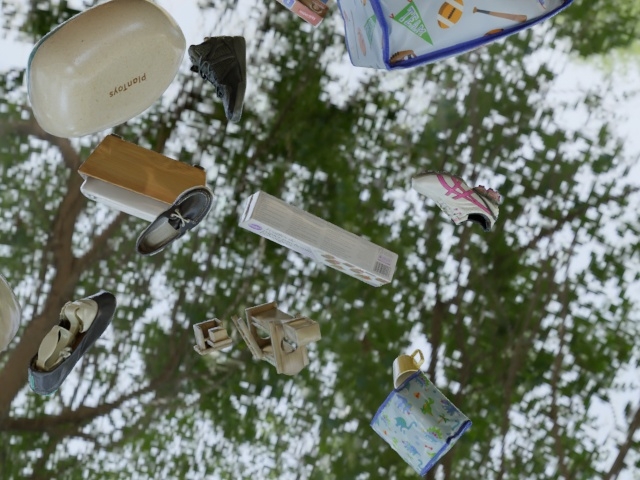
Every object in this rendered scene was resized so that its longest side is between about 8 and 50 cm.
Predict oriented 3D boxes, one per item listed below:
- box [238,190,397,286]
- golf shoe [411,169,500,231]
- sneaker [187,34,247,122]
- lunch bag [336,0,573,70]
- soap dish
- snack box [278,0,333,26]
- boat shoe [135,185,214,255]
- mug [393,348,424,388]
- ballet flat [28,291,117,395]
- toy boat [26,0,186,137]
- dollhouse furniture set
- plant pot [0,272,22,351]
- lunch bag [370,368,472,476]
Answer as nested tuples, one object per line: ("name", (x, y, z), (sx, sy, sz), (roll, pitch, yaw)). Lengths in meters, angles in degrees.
("box", (0.000, 0.000, 2.028), (0.324, 0.063, 0.067), (24, -111, -21))
("golf shoe", (0.262, -0.078, 2.003), (0.186, 0.067, 0.086), (18, -115, -11))
("sneaker", (-0.225, -0.354, 2.249), (0.130, 0.087, 0.227), (2, -118, -14))
("lunch bag", (0.239, -0.446, 1.798), (0.386, 0.238, 0.328), (-15, -165, -5))
("soap dish", (-0.320, -0.101, 1.911), (0.229, 0.118, 0.291), (20, 176, -8))
("snack box", (-0.066, -0.376, 1.486), (0.178, 0.022, 0.064), (33, -142, -8))
("boat shoe", (-0.190, -0.024, 1.341), (0.046, 0.125, 0.038), (53, -165, -10))
("mug", (0.177, 0.254, 2.030), (0.078, 0.062, 0.064), (-27, -147, 10))
("ballet flat", (-0.375, 0.140, 1.556), (0.074, 0.074, 0.203), (23, -126, 11))
("toy boat", (-0.312, -0.312, 1.463), (0.148, 0.318, 0.267), (32, -135, 28))
("dollhouse furniture set", (-0.104, 0.185, 1.703), (0.161, 0.101, 0.182), (-15, -166, -22))
("plant pot", (-0.670, 0.089, 1.735), (0.284, 0.190, 0.284), (-7, -146, 5))
("lunch bag", (0.159, 0.310, 1.717), (0.129, 0.151, 0.096), (45, -135, 16))
